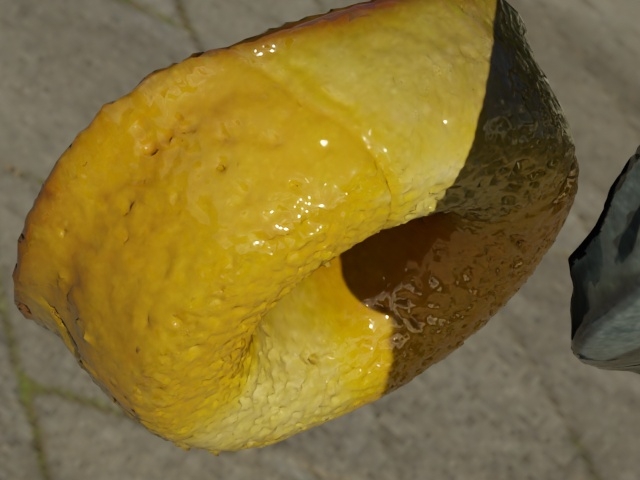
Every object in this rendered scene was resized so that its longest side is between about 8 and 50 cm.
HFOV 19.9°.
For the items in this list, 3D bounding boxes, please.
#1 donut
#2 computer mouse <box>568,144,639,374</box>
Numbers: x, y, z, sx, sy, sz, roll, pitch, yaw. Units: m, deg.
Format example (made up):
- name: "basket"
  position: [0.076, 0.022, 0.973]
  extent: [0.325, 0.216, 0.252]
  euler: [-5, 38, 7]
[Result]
- name: "donut"
  position: [0.000, 0.000, 0.927]
  extent: [0.303, 0.303, 0.110]
  euler: [6, 45, -53]
- name: "computer mouse"
  position: [0.244, -0.066, 0.701]
  extent: [0.114, 0.374, 0.203]
  euler: [46, 22, 29]
